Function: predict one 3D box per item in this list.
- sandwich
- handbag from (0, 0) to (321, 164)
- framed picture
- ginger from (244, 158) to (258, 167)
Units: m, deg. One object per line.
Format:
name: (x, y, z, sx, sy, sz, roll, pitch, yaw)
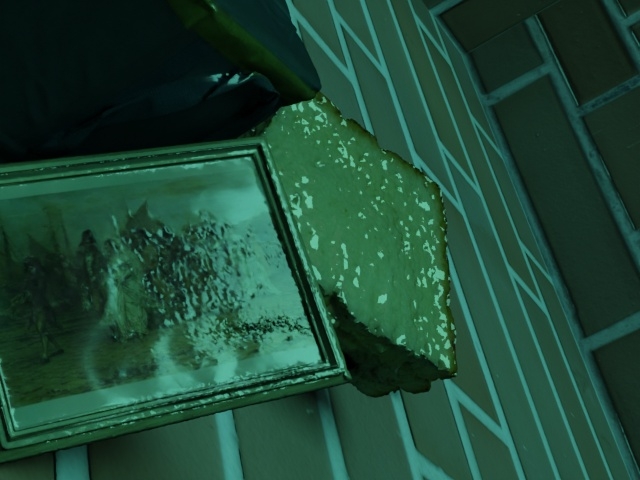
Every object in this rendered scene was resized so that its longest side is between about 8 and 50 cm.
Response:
sandwich: (0.000, -0.001, 1.277, 0.325, 0.131, 0.262, 31, 46, -42)
handbag: (-0.160, -0.160, 0.990, 0.263, 0.241, 0.222, 28, 36, -64)
framed picture: (-0.124, 0.027, 0.875, 0.274, 0.017, 0.217, -11, 70, -30)
ginger: (-0.075, 0.027, 1.039, 0.074, 0.213, 0.137, -20, 70, -44)
